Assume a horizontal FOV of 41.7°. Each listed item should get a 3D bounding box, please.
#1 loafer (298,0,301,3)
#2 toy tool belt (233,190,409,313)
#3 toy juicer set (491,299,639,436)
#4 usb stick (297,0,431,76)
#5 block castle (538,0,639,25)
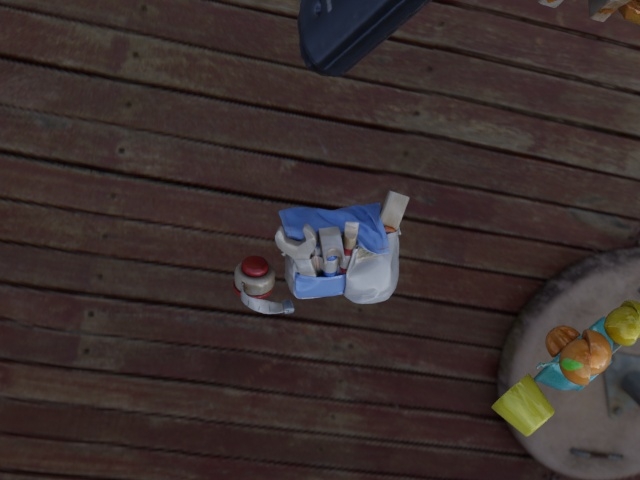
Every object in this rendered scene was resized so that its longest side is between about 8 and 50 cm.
[{"bbox_3d":[-0.029,-0.310,0.795,0.094,0.251,0.087,-34,154,-18],"label":"loafer"},{"bbox_3d":[0.000,0.000,0.398,0.083,0.052,0.051,-5,127,-13],"label":"toy tool belt"},{"bbox_3d":[0.379,0.136,1.177,0.329,0.089,0.209,-20,152,-47],"label":"toy juicer set"},{"bbox_3d":[0.074,-0.197,0.526,0.045,0.278,0.077,3,67,-36],"label":"usb stick"},{"bbox_3d":[0.372,-0.433,0.994,0.453,0.303,0.213,9,68,-19],"label":"block castle"}]
